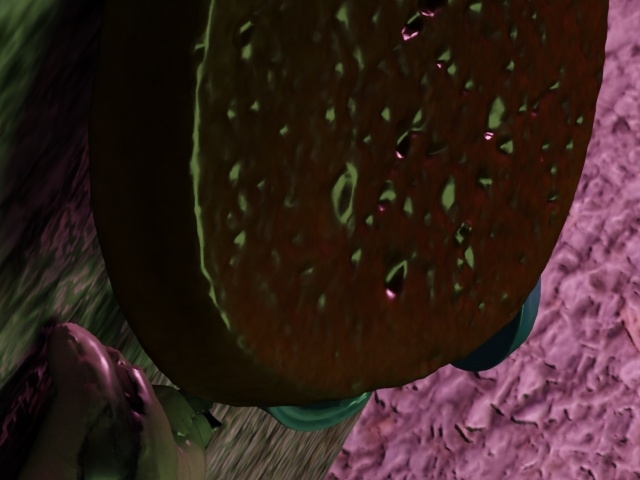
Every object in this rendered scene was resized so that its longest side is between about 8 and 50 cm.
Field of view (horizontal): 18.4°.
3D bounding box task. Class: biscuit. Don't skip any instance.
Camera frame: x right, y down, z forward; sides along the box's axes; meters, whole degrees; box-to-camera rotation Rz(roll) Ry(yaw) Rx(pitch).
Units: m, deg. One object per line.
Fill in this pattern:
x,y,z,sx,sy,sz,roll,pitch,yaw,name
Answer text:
0.028,-0.097,0.919,0.394,0.070,0.350,1,98,-59,biscuit

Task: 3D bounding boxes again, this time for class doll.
-0.109,0.120,1.010,0.149,0.095,0.192,-63,169,-12,doll

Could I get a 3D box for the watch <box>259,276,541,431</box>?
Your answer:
0.000,0.000,1.112,0.193,0.211,0.211,-22,142,-46,watch
